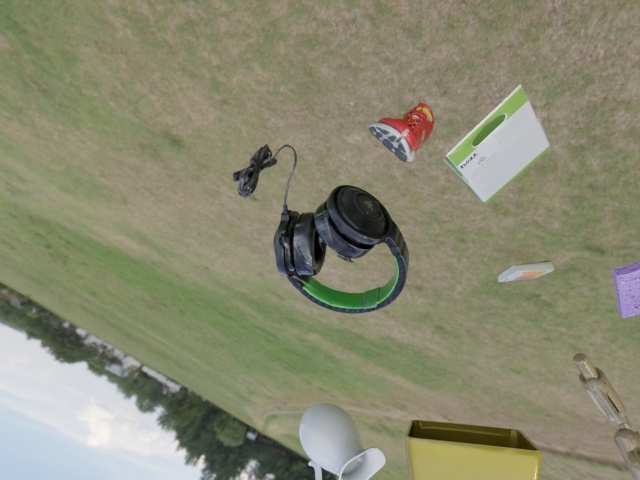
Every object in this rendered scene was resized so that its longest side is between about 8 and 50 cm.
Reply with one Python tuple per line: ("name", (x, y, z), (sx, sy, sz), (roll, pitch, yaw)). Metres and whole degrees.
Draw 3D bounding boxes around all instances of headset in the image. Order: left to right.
("headset", (0.000, 0.000, 0.853), (0.243, 0.185, 0.394), (-22, 116, 30))

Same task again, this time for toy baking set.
("toy baking set", (0.360, 0.255, 0.533), (0.030, 0.197, 0.256), (-29, 122, 26))

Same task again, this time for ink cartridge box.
("ink cartridge box", (0.354, -0.212, 0.979), (0.255, 0.189, 0.097), (28, -157, -50))

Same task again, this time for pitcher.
("pitcher", (0.021, 0.465, 1.009), (0.125, 0.178, 0.207), (41, 173, -30))

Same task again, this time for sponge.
("sponge", (0.888, 0.133, 1.296), (0.117, 0.031, 0.210), (-23, 130, 17))

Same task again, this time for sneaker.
("sneaker", (0.183, -0.240, 0.982), (0.107, 0.118, 0.279), (43, -162, 4))

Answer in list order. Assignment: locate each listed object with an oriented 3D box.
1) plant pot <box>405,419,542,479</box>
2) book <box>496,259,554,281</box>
("plant pot", (0.260, 0.438, 0.824), (0.212, 0.187, 0.212), (1, 167, 14))
("book", (0.656, 0.103, 1.496), (0.144, 0.035, 0.096), (-4, 155, -18))
